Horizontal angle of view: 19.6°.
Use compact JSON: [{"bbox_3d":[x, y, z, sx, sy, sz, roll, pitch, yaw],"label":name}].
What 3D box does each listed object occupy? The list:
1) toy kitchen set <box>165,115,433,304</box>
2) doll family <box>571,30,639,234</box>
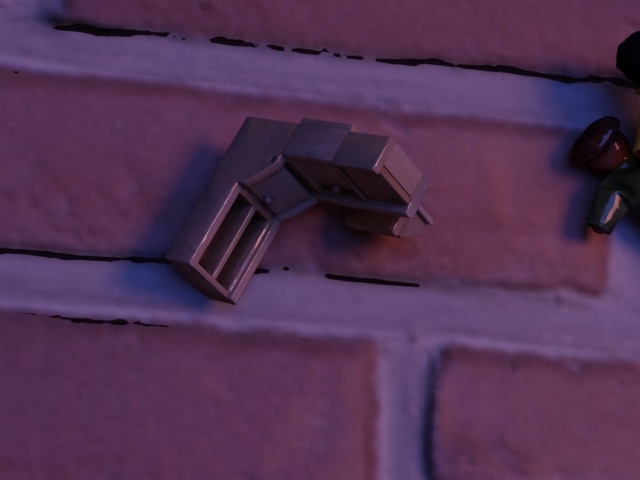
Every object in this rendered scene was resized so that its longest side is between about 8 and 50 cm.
[{"bbox_3d":[0.000,0.000,0.765,0.068,0.083,0.075,46,66,-40],"label":"toy kitchen set"},{"bbox_3d":[0.188,-0.077,0.820,0.111,0.076,0.193,41,67,6],"label":"doll family"}]
